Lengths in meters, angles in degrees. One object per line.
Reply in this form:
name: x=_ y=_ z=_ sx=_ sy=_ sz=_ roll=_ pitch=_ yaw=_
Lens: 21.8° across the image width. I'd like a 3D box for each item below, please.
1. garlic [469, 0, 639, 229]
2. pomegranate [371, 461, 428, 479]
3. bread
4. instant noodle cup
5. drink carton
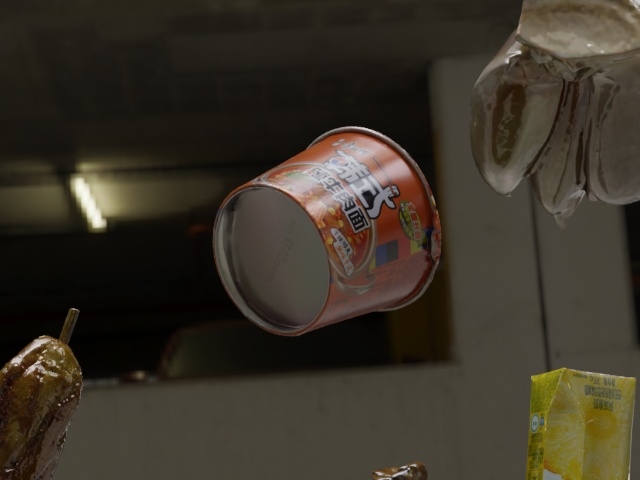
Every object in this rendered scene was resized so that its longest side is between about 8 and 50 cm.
garlic: x=0.285 y=-0.142 z=1.629 sx=0.279 sy=0.132 sz=0.325 roll=-3 pitch=-29 yaw=7
pomegranate: x=0.064 y=0.378 z=1.612 sx=0.307 sy=0.307 sz=0.307 roll=-4 pitch=-11 yaw=-1
bread: x=-0.330 y=0.233 z=1.811 sx=0.084 sy=0.344 sz=0.124 roll=16 pitch=-14 yaw=24
instant noodle cup: x=0.000 y=0.000 z=2.083 sx=0.250 sy=0.250 sz=0.192 roll=-14 pitch=7 yaw=43
drink carton: x=0.196 y=0.201 z=1.261 sx=0.084 sy=0.200 sz=0.074 roll=11 pitch=-13 yaw=-19
